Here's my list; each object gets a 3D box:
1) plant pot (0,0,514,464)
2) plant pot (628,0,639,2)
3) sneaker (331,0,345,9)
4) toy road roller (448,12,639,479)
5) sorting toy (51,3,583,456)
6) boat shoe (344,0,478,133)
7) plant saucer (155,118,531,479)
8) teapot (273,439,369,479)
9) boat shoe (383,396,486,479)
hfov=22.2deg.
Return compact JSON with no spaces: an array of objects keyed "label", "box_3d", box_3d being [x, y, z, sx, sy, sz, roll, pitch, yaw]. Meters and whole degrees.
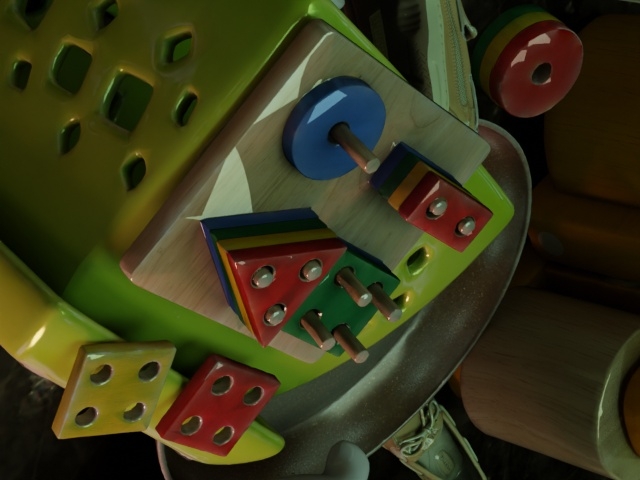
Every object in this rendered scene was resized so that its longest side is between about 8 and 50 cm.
[{"label":"plant pot","box_3d":[-0.079,-0.033,0.808,0.207,0.228,0.227,-51,141,0]},{"label":"plant pot","box_3d":[0.214,-0.233,1.100,0.096,0.109,0.109,-57,143,-24]},{"label":"sneaker","box_3d":[-0.003,-0.242,0.801,0.178,0.124,0.295,-31,144,6]},{"label":"toy road roller","box_3d":[0.229,-0.014,1.182,0.329,0.202,0.241,-44,127,-27]},{"label":"sorting toy","box_3d":[0.000,0.000,0.699,0.274,0.046,0.132,-50,139,9]},{"label":"boat shoe","box_3d":[0.058,-0.129,0.954,0.072,0.068,0.190,17,61,-39]},{"label":"plant saucer","box_3d":[0.009,0.042,1.047,0.310,0.050,0.311,-32,146,-26]},{"label":"teapot","box_3d":[-0.015,0.283,0.997,0.256,0.252,0.187,-50,146,5]},{"label":"boat shoe","box_3d":[0.083,0.153,1.234,0.056,0.048,0.153,-50,141,-13]}]
